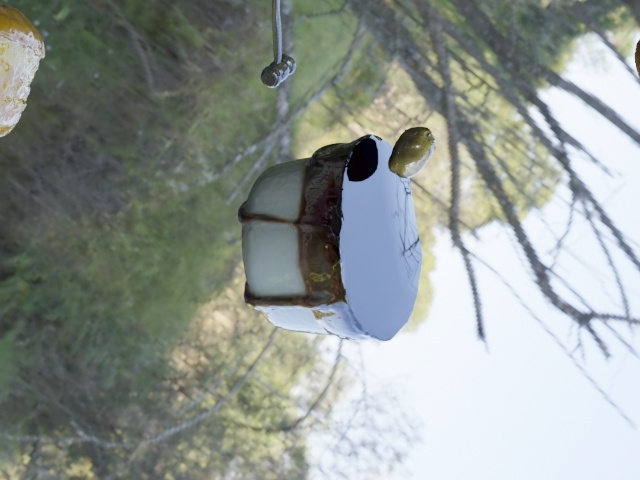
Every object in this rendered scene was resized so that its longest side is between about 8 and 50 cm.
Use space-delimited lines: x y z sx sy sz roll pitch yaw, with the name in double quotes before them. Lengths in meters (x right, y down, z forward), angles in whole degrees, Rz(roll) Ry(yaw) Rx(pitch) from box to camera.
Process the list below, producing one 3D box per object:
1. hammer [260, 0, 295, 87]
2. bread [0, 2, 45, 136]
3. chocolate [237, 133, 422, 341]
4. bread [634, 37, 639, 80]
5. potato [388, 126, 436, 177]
"hammer" -0.056 -0.334 1.283 0.058 0.029 0.292 -54 150 -50
"bread" -0.548 -0.244 1.355 0.358 0.337 0.204 -143 -111 -78
"chocolate" 0.000 0.000 1.361 0.186 0.283 0.283 -1 -146 28
"bread" 0.549 -0.231 1.408 0.240 0.240 0.139 -55 -178 -37
"potato" 0.118 -0.115 1.323 0.051 0.040 0.083 8 -129 36
